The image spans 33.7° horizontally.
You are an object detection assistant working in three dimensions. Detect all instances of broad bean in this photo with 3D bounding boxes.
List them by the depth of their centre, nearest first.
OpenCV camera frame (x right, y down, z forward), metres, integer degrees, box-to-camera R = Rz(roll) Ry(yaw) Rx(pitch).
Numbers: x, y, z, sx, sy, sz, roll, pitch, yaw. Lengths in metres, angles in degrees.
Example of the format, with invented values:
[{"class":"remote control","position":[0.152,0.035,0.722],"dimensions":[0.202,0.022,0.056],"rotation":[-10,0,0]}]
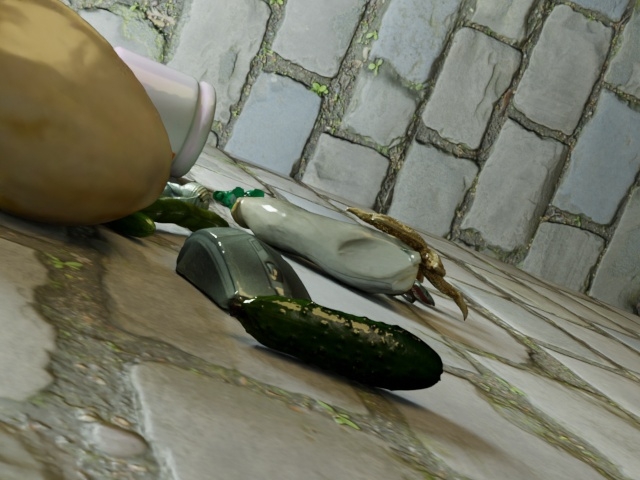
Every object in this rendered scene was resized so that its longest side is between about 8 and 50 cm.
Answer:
[{"class":"broad bean","position":[-0.199,-0.033,1.457],"dimensions":[0.256,0.052,0.052],"rotation":[16,50,-63]}]

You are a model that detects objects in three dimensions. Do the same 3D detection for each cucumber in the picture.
[{"class":"cucumber","position":[0.017,0.098,1.039],"dimensions":[0.227,0.069,0.069],"rotation":[19,7,-13]},{"class":"cucumber","position":[-0.262,-0.037,1.312],"dimensions":[0.155,0.037,0.037],"rotation":[28,8,26]}]

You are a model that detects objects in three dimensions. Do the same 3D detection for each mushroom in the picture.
[{"class":"mushroom","position":[0.004,0.001,1.681],"dimensions":[0.351,0.097,0.109],"rotation":[23,8,26]}]

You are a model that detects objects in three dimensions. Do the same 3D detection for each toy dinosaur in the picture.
[{"class":"toy dinosaur","position":[-0.135,-0.071,1.977],"dimensions":[0.132,0.059,0.096],"rotation":[14,2,-11]}]

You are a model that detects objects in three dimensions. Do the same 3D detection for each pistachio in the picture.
[{"class":"pistachio","position":[-0.308,-0.142,1.163],"dimensions":[0.309,0.230,0.230],"rotation":[35,2,-22]}]

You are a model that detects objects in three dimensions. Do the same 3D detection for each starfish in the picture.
[{"class":"starfish","position":[0.157,0.027,1.767],"dimensions":[0.277,0.062,0.236],"rotation":[47,-1,4]}]

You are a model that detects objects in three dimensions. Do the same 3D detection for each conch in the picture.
[{"class":"conch","position":[-0.208,-0.057,1.585],"dimensions":[0.085,0.056,0.076],"rotation":[5,18,27]}]

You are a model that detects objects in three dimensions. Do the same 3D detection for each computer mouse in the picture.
[{"class":"computer mouse","position":[-0.083,0.033,1.197],"dimensions":[0.126,0.071,0.231],"rotation":[19,8,-33]}]

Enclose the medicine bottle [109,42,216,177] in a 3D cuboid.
[{"class":"medicine bottle","position":[-0.378,-0.261,2.012],"dimensions":[0.316,0.202,0.202],"rotation":[21,7,-24]}]

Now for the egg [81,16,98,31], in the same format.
[{"class":"egg","position":[-0.418,-0.213,1.358],"dimensions":[0.230,0.230,0.371],"rotation":[27,14,35]}]

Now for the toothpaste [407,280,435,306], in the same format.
[{"class":"toothpaste","position":[0.120,0.054,1.877],"dimensions":[0.239,0.039,0.062],"rotation":[32,-14,50]}]

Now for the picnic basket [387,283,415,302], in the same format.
[{"class":"picnic basket","position":[0.128,0.068,1.734],"dimensions":[0.072,0.072,0.083],"rotation":[29,-22,44]}]
